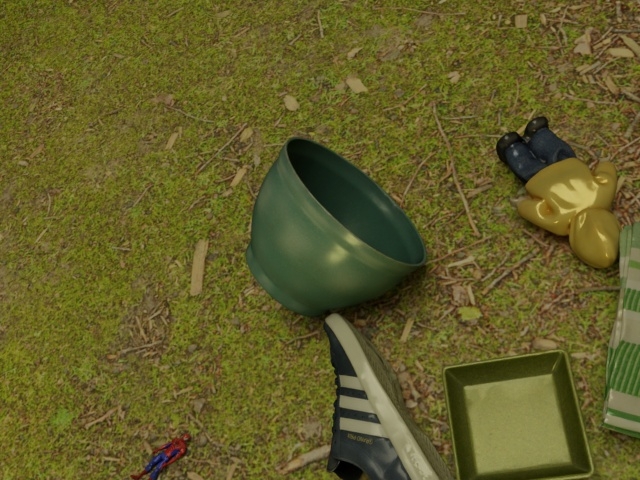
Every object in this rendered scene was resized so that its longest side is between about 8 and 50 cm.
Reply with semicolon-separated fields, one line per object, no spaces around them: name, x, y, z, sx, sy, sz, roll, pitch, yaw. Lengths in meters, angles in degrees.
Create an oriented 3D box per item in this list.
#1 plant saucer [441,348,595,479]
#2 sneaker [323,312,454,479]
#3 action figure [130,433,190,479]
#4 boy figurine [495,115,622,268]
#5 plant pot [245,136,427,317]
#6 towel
plant saucer;0.284;0.265;1.097;0.188;0.045;0.188;-11;58;13
sneaker;0.056;0.268;1.130;0.148;0.131;0.350;-37;49;10
action figure;-0.260;0.361;1.241;0.115;0.030;0.038;-41;52;-9
boy figurine;0.408;-0.079;1.226;0.177;0.092;0.285;-30;57;3
plant pot;0.000;0.000;1.233;0.196;0.293;0.293;-48;53;21
towel;0.533;0.139;1.063;0.247;0.038;0.325;14;64;9
